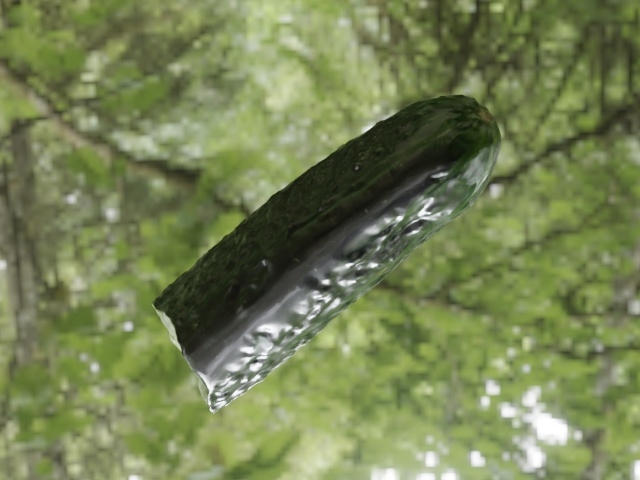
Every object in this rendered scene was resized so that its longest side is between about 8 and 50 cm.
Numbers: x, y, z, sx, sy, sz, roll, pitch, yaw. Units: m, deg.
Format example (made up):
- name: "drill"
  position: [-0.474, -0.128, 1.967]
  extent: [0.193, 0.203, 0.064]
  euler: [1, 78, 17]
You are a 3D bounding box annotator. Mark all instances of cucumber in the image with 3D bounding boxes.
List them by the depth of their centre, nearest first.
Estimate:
- name: "cucumber"
  position: [0.001, 0.001, 0.914]
  extent: [0.241, 0.074, 0.074]
  euler: [-40, 175, 31]
